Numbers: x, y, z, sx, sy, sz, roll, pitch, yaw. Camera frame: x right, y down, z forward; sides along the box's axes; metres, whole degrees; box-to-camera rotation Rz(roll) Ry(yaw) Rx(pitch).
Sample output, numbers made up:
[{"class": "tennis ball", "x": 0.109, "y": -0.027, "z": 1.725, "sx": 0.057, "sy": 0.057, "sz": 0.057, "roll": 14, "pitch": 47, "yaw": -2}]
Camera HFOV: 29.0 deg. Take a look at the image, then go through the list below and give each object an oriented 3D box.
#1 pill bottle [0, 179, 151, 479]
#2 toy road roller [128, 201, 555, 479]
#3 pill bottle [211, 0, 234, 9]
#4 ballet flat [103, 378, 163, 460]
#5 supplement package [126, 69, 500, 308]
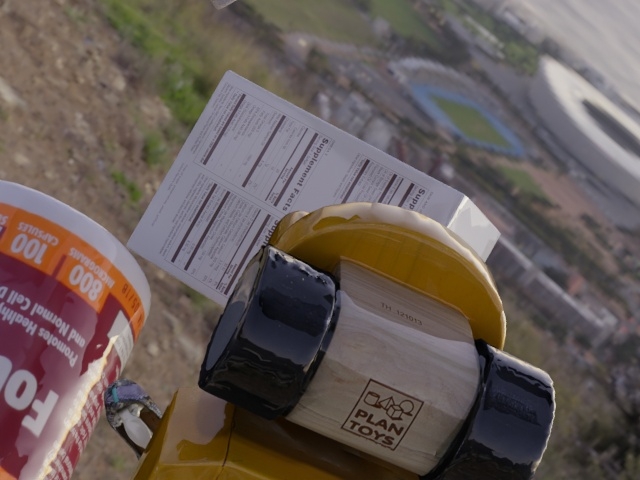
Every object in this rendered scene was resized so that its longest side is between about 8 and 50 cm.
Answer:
[{"class": "pill bottle", "x": -0.309, "y": 0.162, "z": 0.994, "sx": 0.224, "sy": 0.224, "sz": 0.392, "roll": 32, "pitch": 55, "yaw": -16}, {"class": "toy road roller", "x": -0.002, "y": 0.127, "z": 0.830, "sx": 0.202, "sy": 0.330, "sz": 0.240, "roll": 24, "pitch": 23, "yaw": -10}, {"class": "pill bottle", "x": -0.107, "y": -0.330, "z": 0.851, "sx": 0.323, "sy": 0.181, "sz": 0.181, "roll": 58, "pitch": 20, "yaw": -13}, {"class": "ballet flat", "x": -0.121, "y": 0.153, "z": 0.911, "sx": 0.114, "sy": 0.041, "sz": 0.041, "roll": 54, "pitch": 17, "yaw": -23}, {"class": "supplement package", "x": 0.000, "y": 0.000, "z": 1.195, "sx": 0.262, "sy": 0.198, "sz": 0.199, "roll": 30, "pitch": 0, "yaw": 20}]
